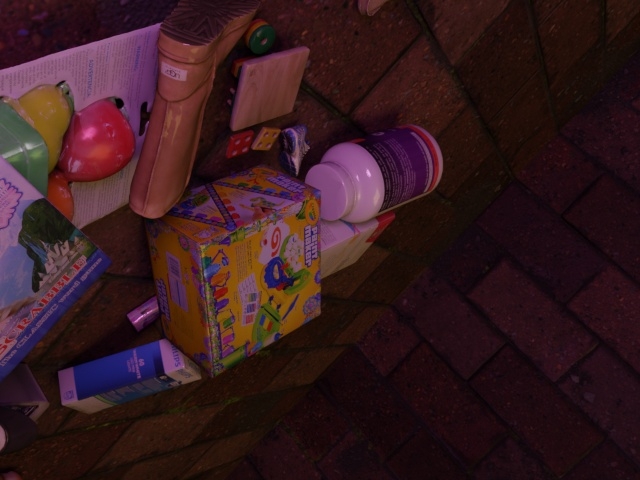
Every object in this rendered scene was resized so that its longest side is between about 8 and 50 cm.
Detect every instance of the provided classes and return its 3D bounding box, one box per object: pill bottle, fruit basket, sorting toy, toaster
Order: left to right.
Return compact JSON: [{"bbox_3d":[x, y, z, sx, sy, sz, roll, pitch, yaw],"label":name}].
[{"bbox_3d":[-0.598,0.299,1.156,0.168,0.110,0.186,-44,159,3],"label":"toaster"},{"bbox_3d":[-0.349,-0.109,0.836,0.353,0.165,0.327,-45,166,-44],"label":"fruit basket"},{"bbox_3d":[-0.097,-0.254,1.092,0.132,0.046,0.274,-27,153,-36],"label":"sorting toy"},{"bbox_3d":[0.120,-0.149,1.486,0.323,0.181,0.181,-23,151,-41],"label":"pill bottle"}]

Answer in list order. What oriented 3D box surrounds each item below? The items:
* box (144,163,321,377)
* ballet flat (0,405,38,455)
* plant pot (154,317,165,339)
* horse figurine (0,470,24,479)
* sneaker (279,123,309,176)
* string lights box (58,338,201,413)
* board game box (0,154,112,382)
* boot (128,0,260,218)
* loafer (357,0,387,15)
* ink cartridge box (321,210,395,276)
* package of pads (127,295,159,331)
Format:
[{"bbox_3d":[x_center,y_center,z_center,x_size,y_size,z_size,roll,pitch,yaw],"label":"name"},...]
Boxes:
[{"bbox_3d":[-0.154,0.048,1.247,0.279,0.177,0.289,-25,129,-37],"label":"box"},{"bbox_3d":[-0.577,0.291,1.007,0.280,0.096,0.095,27,101,-29],"label":"ballet flat"},{"bbox_3d":[-0.331,0.195,1.471,0.083,0.079,0.083,-36,157,-18],"label":"plant pot"},{"bbox_3d":[-0.742,0.573,1.477,0.174,0.066,0.263,-35,156,-4],"label":"horse figurine"},{"bbox_3d":[-0.046,-0.180,1.317,0.058,0.052,0.135,-38,159,-24],"label":"sneaker"},{"bbox_3d":[-0.400,0.288,1.396,0.260,0.076,0.133,-17,156,-2],"label":"string lights box"},{"bbox_3d":[-0.384,0.076,0.653,0.318,0.066,0.318,-51,168,-14],"label":"board game box"},{"bbox_3d":[-0.182,-0.197,0.902,0.236,0.089,0.269,-61,176,-49],"label":"boot"},{"bbox_3d":[0.123,-0.442,1.123,0.148,0.050,0.056,-48,158,13],"label":"loafer"},{"bbox_3d":[0.000,0.000,1.583,0.306,0.131,0.226,-22,161,-41],"label":"ink cartridge box"},{"bbox_3d":[-0.366,0.154,1.398,0.083,0.032,0.050,-36,156,-19],"label":"package of pads"}]
